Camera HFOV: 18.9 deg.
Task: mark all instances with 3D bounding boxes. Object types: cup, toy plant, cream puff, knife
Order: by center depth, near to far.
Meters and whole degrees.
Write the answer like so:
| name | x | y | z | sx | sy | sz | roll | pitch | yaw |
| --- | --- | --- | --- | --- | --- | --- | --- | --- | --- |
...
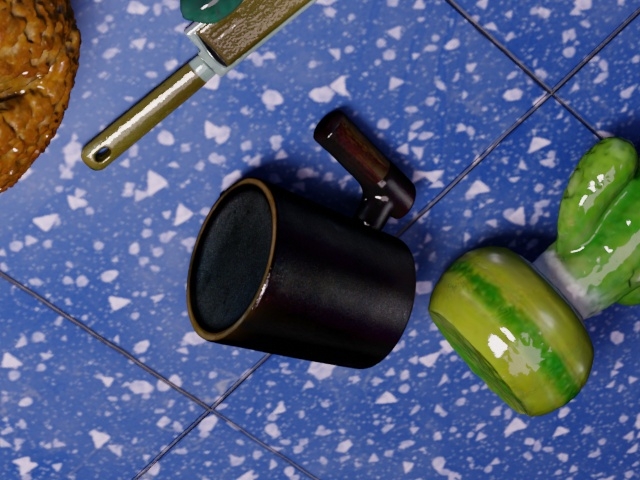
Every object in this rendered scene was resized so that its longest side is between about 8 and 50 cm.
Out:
| name | x | y | z | sx | sy | sz | roll | pitch | yaw |
| --- | --- | --- | --- | --- | --- | --- | --- | --- | --- |
| cream puff | -0.349 | -0.151 | 1.643 | 0.303 | 0.212 | 0.303 | -6 | 120 | -11 |
| knife | -0.099 | -0.182 | 1.802 | 0.343 | 0.027 | 0.061 | -37 | 121 | 11 |
| cup | 0.003 | 0.013 | 1.881 | 0.177 | 0.166 | 0.239 | 18 | 118 | -29 |
| toy plant | 0.274 | 0.021 | 1.979 | 0.316 | 0.184 | 0.224 | -40 | 131 | -6 |

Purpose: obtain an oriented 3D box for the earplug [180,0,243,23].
| name | x | y | z | sx | sy | sz | roll | pitch | yaw |
| --- | --- | --- | --- | --- | --- | --- | --- | --- | --- |
| earplug | -0.148 | -0.332 | 1.635 | 0.280 | 0.164 | 0.257 | 17 | 155 | -12 |
